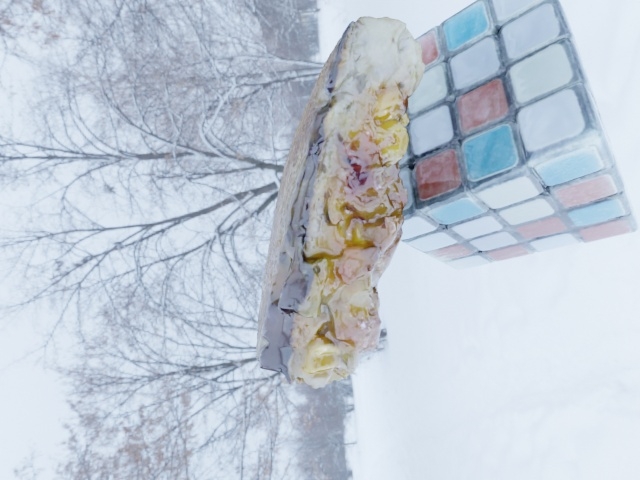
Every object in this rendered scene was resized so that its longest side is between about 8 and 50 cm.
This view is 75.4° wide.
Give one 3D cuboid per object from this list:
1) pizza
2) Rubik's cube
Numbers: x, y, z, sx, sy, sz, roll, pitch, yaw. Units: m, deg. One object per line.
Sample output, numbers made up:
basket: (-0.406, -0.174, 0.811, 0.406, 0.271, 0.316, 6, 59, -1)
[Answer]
pizza: (0.000, 0.000, 0.414, 0.278, 0.113, 0.409, -98, 19, -49)
Rubik's cube: (0.230, -0.127, 0.559, 0.256, 0.253, 0.259, 24, -125, -44)
